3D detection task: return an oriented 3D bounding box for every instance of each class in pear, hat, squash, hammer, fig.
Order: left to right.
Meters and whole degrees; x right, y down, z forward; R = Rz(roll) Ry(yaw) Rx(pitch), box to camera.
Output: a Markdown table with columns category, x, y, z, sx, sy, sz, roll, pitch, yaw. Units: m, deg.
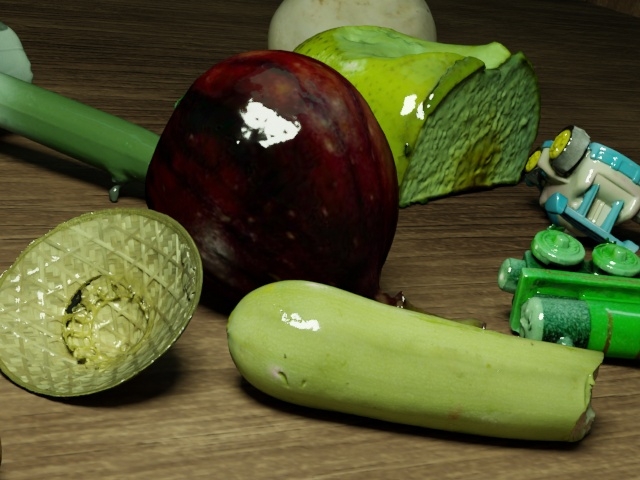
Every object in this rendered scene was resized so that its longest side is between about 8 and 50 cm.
| category | x | y | z | sx | sy | sz | roll | pitch | yaw |
| --- | --- | --- | --- | --- | --- | --- | --- | --- | --- |
| hammer | -0.263 | -0.110 | 1.305 | 0.336 | 0.118 | 0.206 | 23 | 20 | 16 |
| hat | -0.135 | 0.055 | 0.919 | 0.146 | 0.067 | 0.146 | -9 | 50 | 11 |
| fig | -0.012 | -0.010 | 1.037 | 0.186 | 0.203 | 0.249 | -29 | 69 | -15 |
| pear | 0.078 | -0.151 | 1.539 | 0.293 | 0.159 | 0.292 | 7 | 16 | -2 |
| squash | 0.063 | 0.080 | 0.914 | 0.250 | 0.083 | 0.083 | 11 | 17 | -5 |

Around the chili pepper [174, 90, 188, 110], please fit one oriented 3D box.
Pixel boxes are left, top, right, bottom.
| category | x | y | z | sx | sy | sz | roll | pitch | yaw |
| --- | --- | --- | --- | --- | --- | --- | --- | --- | --- |
| chili pepper | -0.096 | -0.109 | 1.432 | 0.099 | 0.083 | 0.253 | -1 | 15 | -7 |

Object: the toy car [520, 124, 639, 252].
| category | x | y | z | sx | sy | sz | roll | pitch | yaw |
| --- | --- | --- | --- | --- | --- | --- | --- | --- | --- |
| toy car | 0.253 | -0.038 | 1.423 | 0.126 | 0.098 | 0.161 | 34 | -18 | -14 |

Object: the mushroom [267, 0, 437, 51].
| category | x | y | z | sx | sy | sz | roll | pitch | yaw |
| --- | --- | --- | --- | --- | --- | --- | --- | --- | --- |
| mushroom | 0.034 | -0.227 | 1.769 | 0.206 | 0.209 | 0.206 | 10 | 46 | -11 |

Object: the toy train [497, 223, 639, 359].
| category | x | y | z | sx | sy | sz | roll | pitch | yaw |
| --- | --- | --- | --- | --- | --- | --- | --- | --- | --- |
| toy train | 0.264 | 0.058 | 1.111 | 0.251 | 0.085 | 0.119 | 5 | 33 | -6 |
